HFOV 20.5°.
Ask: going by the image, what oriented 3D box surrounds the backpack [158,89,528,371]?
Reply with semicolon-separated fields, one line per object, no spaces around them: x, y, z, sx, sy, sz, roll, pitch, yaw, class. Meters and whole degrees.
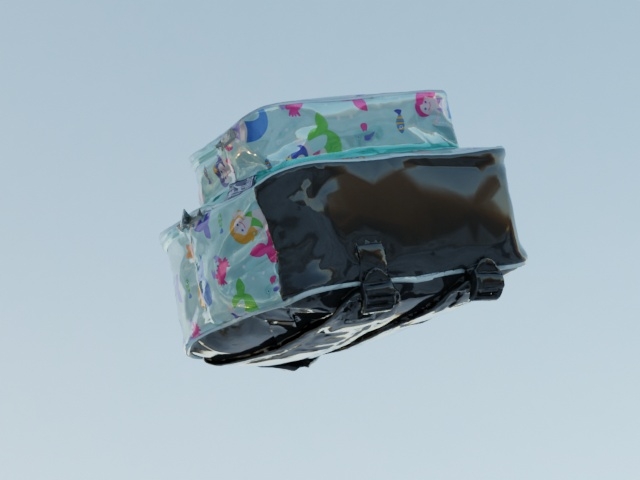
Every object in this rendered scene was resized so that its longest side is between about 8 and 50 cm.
0.000;0.000;1.324;0.225;0.191;0.253;-7;-18;-31;backpack
